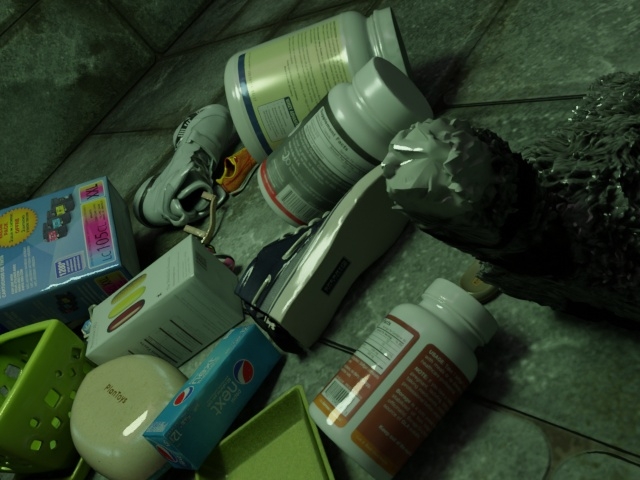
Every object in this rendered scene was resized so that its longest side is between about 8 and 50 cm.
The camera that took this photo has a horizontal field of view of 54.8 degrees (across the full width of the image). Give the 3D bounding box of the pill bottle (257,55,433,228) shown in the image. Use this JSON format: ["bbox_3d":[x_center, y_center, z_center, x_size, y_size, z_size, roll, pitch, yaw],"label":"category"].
[{"bbox_3d":[0.038,-0.156,1.026,0.283,0.161,0.161,-42,29,30],"label":"pill bottle"}]

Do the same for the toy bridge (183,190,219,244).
[{"bbox_3d":[-0.269,-0.015,1.350,0.063,0.026,0.188,18,74,24],"label":"toy bridge"}]

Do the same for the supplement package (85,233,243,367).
[{"bbox_3d":[-0.278,0.132,1.108,0.244,0.134,0.139,-37,32,9],"label":"supplement package"}]

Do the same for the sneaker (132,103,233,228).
[{"bbox_3d":[-0.289,-0.178,1.491,0.210,0.137,0.366,10,64,50],"label":"sneaker"}]

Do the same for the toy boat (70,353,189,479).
[{"bbox_3d":[-0.328,0.325,0.953,0.318,0.148,0.267,-46,37,-19],"label":"toy boat"}]

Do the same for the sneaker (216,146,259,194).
[{"bbox_3d":[-0.183,-0.186,1.443,0.064,0.067,0.175,-14,40,40],"label":"sneaker"}]

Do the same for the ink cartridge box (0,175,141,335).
[{"bbox_3d":[-0.617,0.052,1.361,0.395,0.151,0.270,-20,56,-3],"label":"ink cartridge box"}]

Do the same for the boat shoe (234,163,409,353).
[{"bbox_3d":[0.000,0.000,0.970,0.340,0.127,0.158,-51,41,-12],"label":"boat shoe"}]

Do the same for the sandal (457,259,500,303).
[{"bbox_3d":[0.236,0.002,0.793,0.180,0.049,0.072,-48,33,-8],"label":"sandal"}]

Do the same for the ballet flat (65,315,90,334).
[{"bbox_3d":[-0.540,0.089,1.476,0.123,0.123,0.348,-4,48,44],"label":"ballet flat"}]

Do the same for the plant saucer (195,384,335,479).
[{"bbox_3d":[-0.063,0.302,0.764,0.188,0.045,0.188,-38,33,6],"label":"plant saucer"}]

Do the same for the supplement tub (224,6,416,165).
[{"bbox_3d":[0.008,-0.289,1.175,0.324,0.235,0.235,-15,39,15],"label":"supplement tub"}]

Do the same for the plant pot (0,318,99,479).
[{"bbox_3d":[-0.494,0.299,1.075,0.228,0.207,0.227,-18,39,34],"label":"plant pot"}]

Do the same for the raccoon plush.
[{"bbox_3d":[0.262,-0.096,0.552,0.216,0.446,0.299,14,81,34],"label":"raccoon plush"}]

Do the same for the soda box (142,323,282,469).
[{"bbox_3d":[-0.149,0.218,0.881,0.067,0.071,0.210,-19,24,48],"label":"soda box"}]

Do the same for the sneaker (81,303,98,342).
[{"bbox_3d":[-0.449,0.205,1.250,0.069,0.084,0.185,-39,32,5],"label":"sneaker"}]

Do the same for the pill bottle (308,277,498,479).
[{"bbox_3d":[0.098,0.152,0.700,0.216,0.121,0.121,-47,33,-9],"label":"pill bottle"}]

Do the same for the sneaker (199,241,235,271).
[{"bbox_3d":[-0.225,0.036,1.230,0.170,0.063,0.075,-11,49,46],"label":"sneaker"}]
